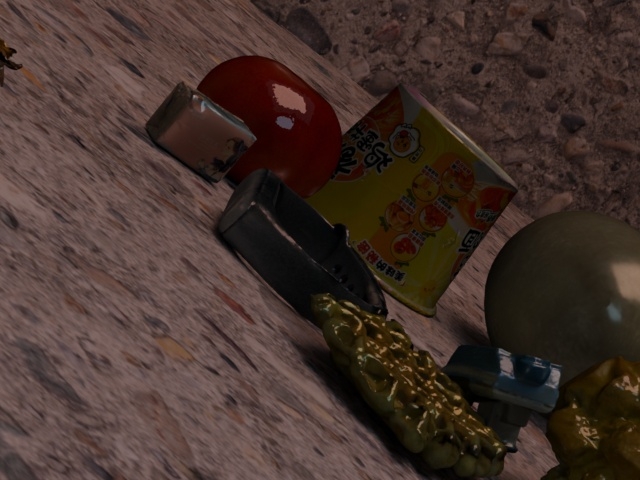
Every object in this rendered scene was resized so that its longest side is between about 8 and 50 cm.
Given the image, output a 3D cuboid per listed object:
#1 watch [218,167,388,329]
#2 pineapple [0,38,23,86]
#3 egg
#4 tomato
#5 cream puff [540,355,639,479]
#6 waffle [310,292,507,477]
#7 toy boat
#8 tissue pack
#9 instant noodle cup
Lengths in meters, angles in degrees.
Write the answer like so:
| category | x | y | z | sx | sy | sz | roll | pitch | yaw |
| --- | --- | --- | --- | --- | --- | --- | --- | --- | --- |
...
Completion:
| category | x | y | z | sx | sy | sz | roll | pitch | yaw |
| --- | --- | --- | --- | --- | --- | --- | --- | --- | --- |
| watch | -0.014 | 0.017 | 1.821 | 0.193 | 0.068 | 0.206 | 43 | 12 | -9 |
| pineapple | -0.330 | -0.176 | 1.381 | 0.225 | 0.076 | 0.225 | 39 | 7 | -5 |
| egg | 0.337 | 0.091 | 2.311 | 0.258 | 0.258 | 0.352 | 40 | 7 | -5 |
| tomato | -0.060 | -0.133 | 2.097 | 0.195 | 0.136 | 0.195 | 40 | 9 | -7 |
| cream puff | 0.302 | 0.204 | 1.763 | 0.195 | 0.194 | 0.221 | 42 | 5 | 7 |
| waffle | 0.083 | 0.143 | 1.651 | 0.204 | 0.054 | 0.223 | 48 | 11 | 27 |
| toy boat | 0.165 | 0.159 | 1.779 | 0.088 | 0.102 | 0.215 | 18 | -6 | -15 |
| tissue pack | -0.130 | -0.118 | 1.940 | 0.094 | 0.074 | 0.059 | 32 | 15 | -32 |
| instant noodle cup | 0.114 | -0.060 | 2.277 | 0.264 | 0.200 | 0.264 | 41 | 9 | -8 |
